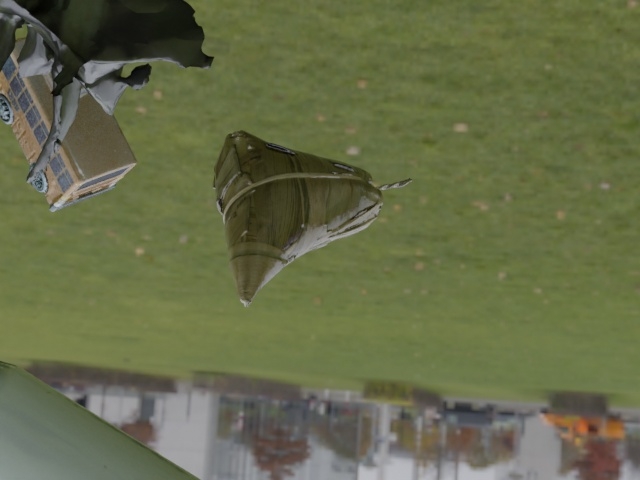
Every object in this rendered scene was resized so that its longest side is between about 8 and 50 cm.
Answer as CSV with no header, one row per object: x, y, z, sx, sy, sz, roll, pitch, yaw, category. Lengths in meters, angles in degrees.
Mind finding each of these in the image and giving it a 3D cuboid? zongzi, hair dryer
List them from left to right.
-0.106,0.132,0.441,0.131,0.073,0.236,34,147,-6,hair dryer
0.000,0.000,0.981,0.189,0.178,0.081,13,135,-27,zongzi

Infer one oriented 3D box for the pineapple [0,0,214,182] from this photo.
-0.062,-0.194,0.429,0.165,0.365,0.165,19,-177,-1,pineapple

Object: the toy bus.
-0.282,-0.137,1.216,0.091,0.182,0.103,-25,177,-38,toy bus
